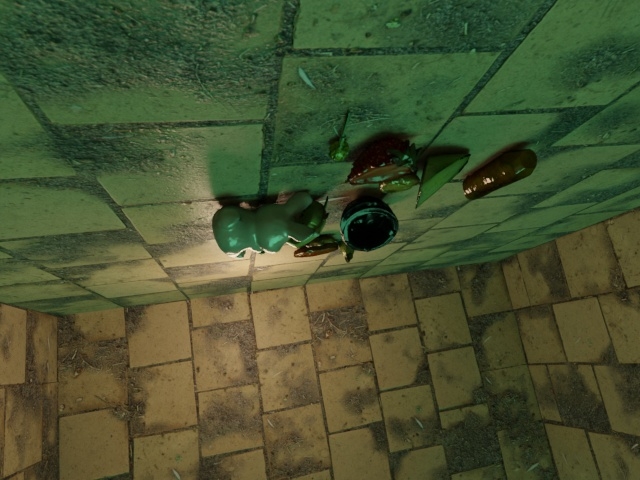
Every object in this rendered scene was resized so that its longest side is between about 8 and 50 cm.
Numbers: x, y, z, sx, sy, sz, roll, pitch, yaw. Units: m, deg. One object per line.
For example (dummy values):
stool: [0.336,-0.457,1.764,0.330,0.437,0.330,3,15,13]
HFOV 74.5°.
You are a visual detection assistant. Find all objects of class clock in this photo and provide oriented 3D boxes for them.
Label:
clock: [-0.044,-0.084,1.631,0.232,0.170,0.069,-27,137,35]

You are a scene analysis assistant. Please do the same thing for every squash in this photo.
squash: [0.417,-0.214,1.419,0.154,0.204,0.237,12,167,8]
squash: [0.158,0.068,2.391,0.105,0.132,0.105,-8,164,-2]

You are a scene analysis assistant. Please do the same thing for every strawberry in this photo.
strawberry: [0.185,-0.238,1.291,0.174,0.098,0.228,2,165,-35]

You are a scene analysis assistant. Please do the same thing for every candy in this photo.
candy: [0.060,-0.285,1.145,0.062,0.058,0.194,-47,169,-21]

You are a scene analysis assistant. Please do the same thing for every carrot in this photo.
carrot: [0.648,-0.242,1.545,0.114,0.114,0.302,-4,169,-21]

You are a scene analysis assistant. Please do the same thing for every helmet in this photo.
helmet: [0.182,-0.089,1.724,0.230,0.161,0.279,-32,130,17]

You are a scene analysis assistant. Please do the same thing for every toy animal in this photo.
toy animal: [-0.203,-0.061,1.545,0.367,0.196,0.241,-7,164,0]

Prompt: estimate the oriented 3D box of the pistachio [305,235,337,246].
pistachio: [0.000,0.000,2.197,0.172,0.049,0.089,-10,-170,-3]

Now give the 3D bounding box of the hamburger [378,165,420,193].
hamburger: [0.266,-0.216,1.458,0.137,0.083,0.147,-9,168,-17]

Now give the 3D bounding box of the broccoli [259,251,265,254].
broccoli: [-0.256,0.003,1.907,0.130,0.120,0.131,26,-179,-33]

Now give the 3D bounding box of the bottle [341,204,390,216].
bottle: [0.198,-0.118,1.846,0.217,0.060,0.060,-5,165,-11]

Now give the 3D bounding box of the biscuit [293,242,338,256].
biscuit: [-0.024,0.060,2.354,0.257,0.049,0.273,-10,176,-3]
